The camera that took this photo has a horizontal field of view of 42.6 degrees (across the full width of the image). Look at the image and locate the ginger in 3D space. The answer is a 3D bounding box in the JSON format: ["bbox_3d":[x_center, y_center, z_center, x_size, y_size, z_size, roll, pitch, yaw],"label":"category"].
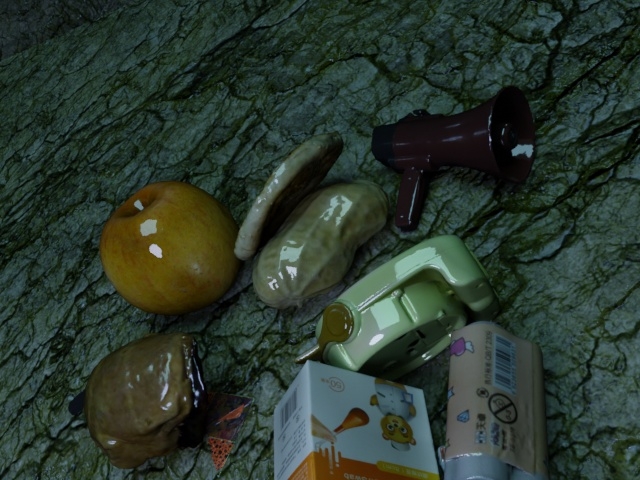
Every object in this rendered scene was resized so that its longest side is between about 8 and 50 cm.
[{"bbox_3d":[-0.329,0.285,1.522,0.223,0.269,0.200,-7,49,-14],"label":"ginger"}]

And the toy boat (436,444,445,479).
[{"bbox_3d":[0.223,0.400,1.250,0.114,0.115,0.262,-20,47,12],"label":"toy boat"}]

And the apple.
[{"bbox_3d":[-0.321,0.010,1.748,0.299,0.275,0.299,-19,43,18],"label":"apple"}]

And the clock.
[{"bbox_3d":[0.130,0.145,1.406,0.348,0.286,0.117,-34,65,6],"label":"clock"}]

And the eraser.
[{"bbox_3d":[0.278,0.272,1.268,0.087,0.171,0.290,-55,16,42],"label":"eraser"}]

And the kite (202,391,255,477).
[{"bbox_3d":[-0.179,0.336,1.587,0.125,0.008,0.222,-31,46,-2],"label":"kite"}]

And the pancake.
[{"bbox_3d":[-0.067,-0.095,1.701,0.065,0.356,0.356,40,74,2],"label":"pancake"}]

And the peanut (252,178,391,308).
[{"bbox_3d":[-0.005,-0.002,1.666,0.174,0.158,0.340,9,59,50],"label":"peanut"}]

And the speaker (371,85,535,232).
[{"bbox_3d":[0.267,-0.160,1.707,0.330,0.198,0.259,-9,89,40],"label":"speaker"}]

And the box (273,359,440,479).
[{"bbox_3d":[0.055,0.373,1.237,0.341,0.225,0.143,-94,27,-49],"label":"box"}]

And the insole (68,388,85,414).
[{"bbox_3d":[-0.464,0.304,1.758,0.188,0.004,0.064,-41,46,-8],"label":"insole"}]
